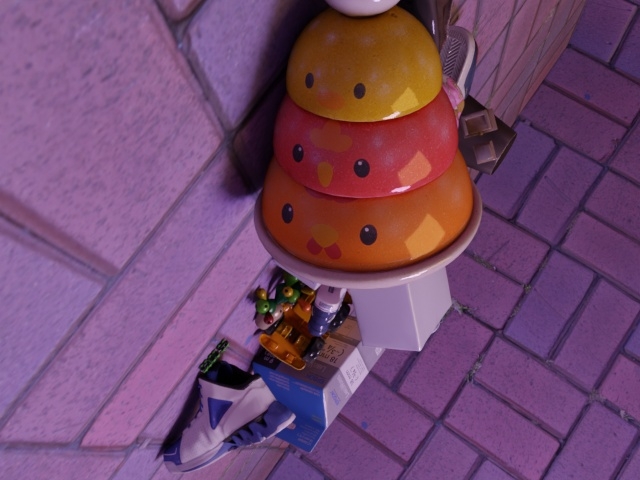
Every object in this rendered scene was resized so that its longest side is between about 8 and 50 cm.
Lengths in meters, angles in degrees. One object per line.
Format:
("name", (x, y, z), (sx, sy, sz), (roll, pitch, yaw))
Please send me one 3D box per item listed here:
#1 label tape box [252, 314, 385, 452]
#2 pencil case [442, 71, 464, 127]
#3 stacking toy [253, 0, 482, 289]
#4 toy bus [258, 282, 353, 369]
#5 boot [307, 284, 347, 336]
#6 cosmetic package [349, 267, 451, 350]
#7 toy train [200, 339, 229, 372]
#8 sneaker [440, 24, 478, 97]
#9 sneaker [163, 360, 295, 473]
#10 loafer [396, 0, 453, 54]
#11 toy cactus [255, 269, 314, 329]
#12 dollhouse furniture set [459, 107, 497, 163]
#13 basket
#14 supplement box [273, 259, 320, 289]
("label tape box", (-0.033, 0.322, 1.730), (0.333, 0.241, 0.105), (-49, 132, -31))
("pencil case", (0.181, -0.157, 1.332), (0.167, 0.160, 0.385), (75, 22, -52))
("stacking toy", (0.052, -0.202, 0.964), (0.350, 0.351, 0.479), (-46, 143, -37))
("toy bus", (-0.035, 0.178, 1.693), (0.220, 0.150, 0.211), (-55, -178, 1))
("boot", (0.012, 0.132, 1.526), (0.190, 0.069, 0.086), (-53, 166, -67))
("cosmetic package", (0.162, 0.027, 1.552), (0.217, 0.156, 0.384), (-39, 124, -51))
("toy train", (-0.216, 0.236, 1.431), (0.083, 0.017, 0.023), (-49, 175, -26))
("sneaker", (0.262, -0.301, 1.577), (0.148, 0.131, 0.349), (-20, 139, -62))
("sneaker", (-0.216, 0.359, 1.496), (0.316, 0.182, 0.127), (-30, 176, 26))
("loafer", (0.154, -0.384, 1.051), (0.130, 0.134, 0.366), (-53, 166, -11))
("toy cactus", (-0.078, 0.129, 1.513), (0.180, 0.112, 0.219), (-54, 178, 34))
("dollhouse furniture set", (0.318, -0.111, 1.723), (0.304, 0.355, 0.174), (-14, -176, 21))
("basket", (0.383, -0.280, 1.842), (0.204, 0.227, 0.154), (-62, 165, 23))
("supplement box", (0.005, -0.029, 1.385), (0.111, 0.114, 0.220), (-40, 157, -50))
